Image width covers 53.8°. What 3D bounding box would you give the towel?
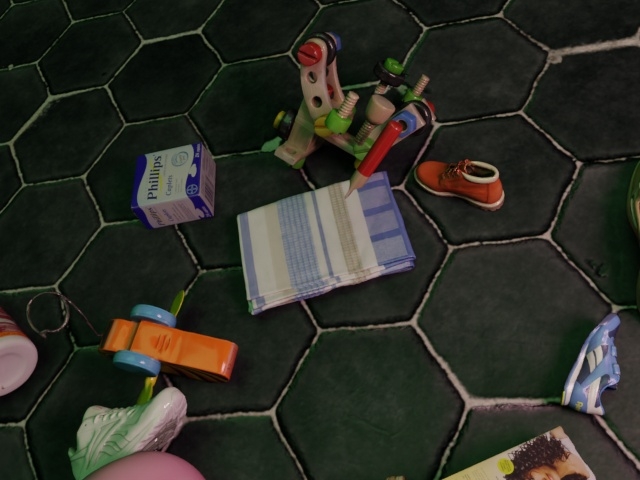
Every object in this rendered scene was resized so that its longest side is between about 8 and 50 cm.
[{"bbox_3d":[0.000,0.000,1.060,0.285,0.034,0.209,-17,54,4],"label":"towel"}]

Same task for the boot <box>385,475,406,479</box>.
[{"bbox_3d":[0.022,0.391,0.793,0.165,0.077,0.213,5,62,22],"label":"boot"}]

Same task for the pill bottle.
[{"bbox_3d":[-0.596,0.161,1.089,0.221,0.121,0.121,34,74,30],"label":"pill bottle"}]

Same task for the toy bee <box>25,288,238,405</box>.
[{"bbox_3d":[-0.278,0.157,0.998,0.298,0.162,0.195,35,65,5],"label":"toy bee"}]

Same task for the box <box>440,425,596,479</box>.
[{"bbox_3d":[0.209,0.308,0.751,0.232,0.058,0.087,-18,55,-18],"label":"box"}]

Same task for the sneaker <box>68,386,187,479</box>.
[{"bbox_3d":[-0.289,0.271,0.898,0.232,0.090,0.115,-44,72,14],"label":"sneaker"}]

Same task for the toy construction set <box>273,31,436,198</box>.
[{"bbox_3d":[0.037,-0.172,1.055,0.257,0.237,0.309,24,33,-16],"label":"toy construction set"}]

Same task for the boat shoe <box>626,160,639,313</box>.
[{"bbox_3d":[0.495,-0.019,0.886,0.104,0.089,0.285,0,60,17],"label":"boat shoe"}]

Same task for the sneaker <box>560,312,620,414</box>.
[{"bbox_3d":[0.371,0.165,0.837,0.059,0.053,0.144,24,78,28],"label":"sneaker"}]

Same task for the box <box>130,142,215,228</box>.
[{"bbox_3d":[-0.273,-0.102,1.179,0.137,0.072,0.126,-11,57,11],"label":"box"}]

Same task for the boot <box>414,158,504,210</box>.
[{"bbox_3d":[0.222,-0.108,1.027,0.158,0.085,0.059,20,69,28],"label":"boot"}]

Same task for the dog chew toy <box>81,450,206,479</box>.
[{"bbox_3d":[-0.193,0.434,0.765,0.206,0.207,0.332,-30,64,-2],"label":"dog chew toy"}]
